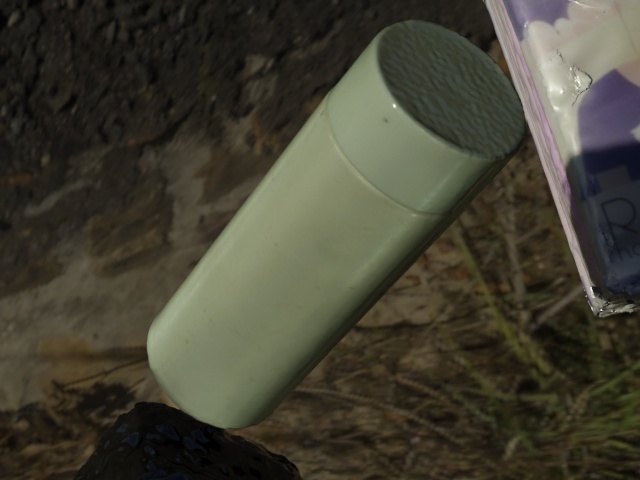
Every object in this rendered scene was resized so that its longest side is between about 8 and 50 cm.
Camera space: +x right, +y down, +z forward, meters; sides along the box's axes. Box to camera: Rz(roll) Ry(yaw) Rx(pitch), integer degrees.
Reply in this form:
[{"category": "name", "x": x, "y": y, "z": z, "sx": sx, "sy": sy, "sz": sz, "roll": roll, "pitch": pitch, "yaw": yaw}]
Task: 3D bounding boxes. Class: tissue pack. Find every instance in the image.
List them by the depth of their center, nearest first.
[{"category": "tissue pack", "x": 0.290, "y": -0.127, "z": 1.146, "sx": 0.242, "sy": 0.125, "sz": 0.343, "roll": -16, "pitch": 76, "yaw": -3}]

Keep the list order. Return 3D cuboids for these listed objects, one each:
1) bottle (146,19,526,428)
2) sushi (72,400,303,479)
[{"category": "bottle", "x": 0.000, "y": 0.000, "z": 0.579, "sx": 0.072, "sy": 0.201, "sz": 0.072, "roll": 20, "pitch": 45, "yaw": -22}, {"category": "sushi", "x": -0.097, "y": 0.255, "z": 0.924, "sx": 0.171, "sy": 0.350, "sz": 0.211, "roll": 21, "pitch": 117, "yaw": -20}]
